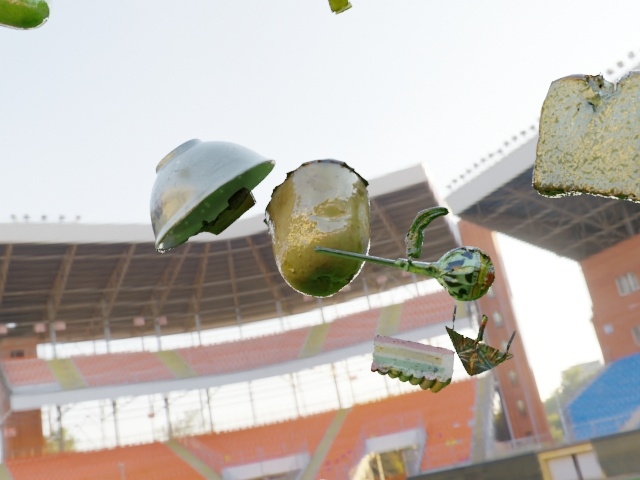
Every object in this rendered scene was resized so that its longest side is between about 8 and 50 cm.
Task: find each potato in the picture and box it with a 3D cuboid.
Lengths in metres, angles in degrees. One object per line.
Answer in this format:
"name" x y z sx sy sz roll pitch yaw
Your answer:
"potato" 0.000 0.000 1.577 0.243 0.242 0.285 -1 -38 -27

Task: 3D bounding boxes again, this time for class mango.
"mango" -0.623 -0.486 1.465 0.192 0.343 0.155 -21 -41 -51

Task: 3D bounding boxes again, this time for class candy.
"candy" 0.141 0.035 1.337 0.306 0.091 0.083 11 -18 6

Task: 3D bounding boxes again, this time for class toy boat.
"toy boat" -0.204 -0.060 1.737 0.149 0.049 0.047 -38 13 17

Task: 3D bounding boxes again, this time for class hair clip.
"hair clip" 0.021 -0.568 1.670 0.072 0.173 0.046 -29 28 -8

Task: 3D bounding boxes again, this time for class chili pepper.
"chili pepper" 0.302 -0.033 2.333 0.050 0.073 0.182 17 -73 -55

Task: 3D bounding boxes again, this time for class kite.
"kite" 0.359 0.241 1.808 0.183 0.160 0.010 23 22 34

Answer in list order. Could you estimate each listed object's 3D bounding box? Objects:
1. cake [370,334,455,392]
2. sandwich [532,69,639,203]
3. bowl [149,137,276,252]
"cake" 0.246 0.336 2.140 0.226 0.109 0.090 10 -32 8
"sandwich" 0.536 -0.196 1.499 0.095 0.248 0.273 0 7 -34
"bowl" -0.258 -0.124 1.655 0.313 0.146 0.313 -39 -1 -1
